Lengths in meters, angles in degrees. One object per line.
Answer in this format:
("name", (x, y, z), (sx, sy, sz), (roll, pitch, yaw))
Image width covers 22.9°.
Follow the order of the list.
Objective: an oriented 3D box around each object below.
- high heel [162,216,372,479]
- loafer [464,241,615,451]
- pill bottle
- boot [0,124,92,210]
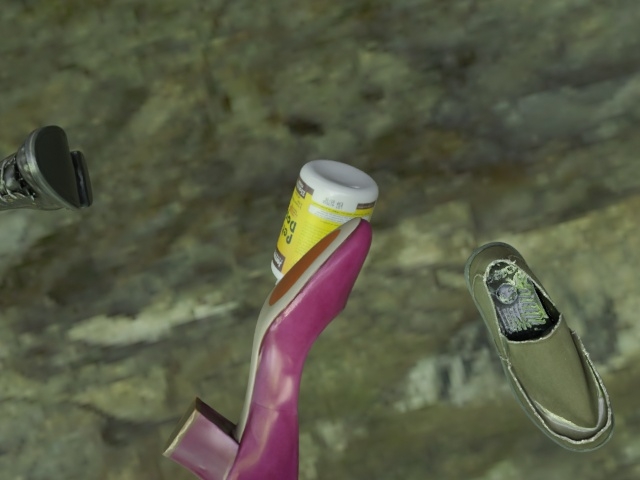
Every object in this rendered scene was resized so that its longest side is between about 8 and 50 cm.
("high heel", (-0.011, 0.157, 1.845), (0.377, 0.181, 0.127), (-53, -171, 16))
("loafer", (0.231, 0.118, 1.694), (0.094, 0.251, 0.087), (-33, 176, 4))
("pill bottle", (0.000, 0.000, 2.276), (0.117, 0.215, 0.117), (15, -158, -6))
("boot", (-0.384, -0.052, 1.779), (0.229, 0.091, 0.263), (-11, 173, 0))
